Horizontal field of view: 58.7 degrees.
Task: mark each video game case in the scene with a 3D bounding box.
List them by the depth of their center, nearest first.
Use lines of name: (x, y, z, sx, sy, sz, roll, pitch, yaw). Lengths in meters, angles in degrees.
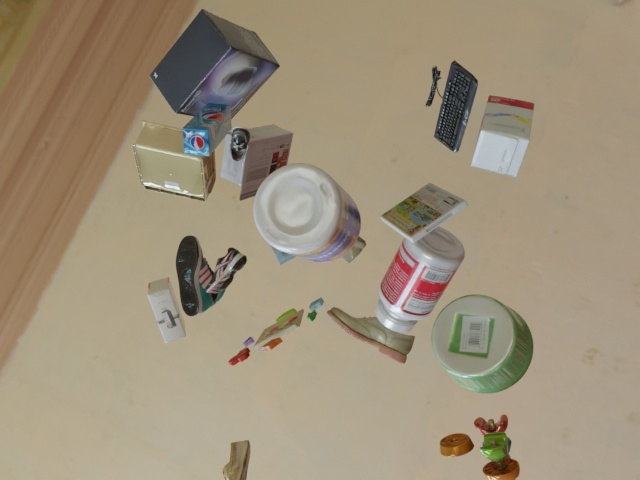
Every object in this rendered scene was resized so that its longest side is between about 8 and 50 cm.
video game case: (0.320, -0.092, 1.793, 0.206, 0.227, 0.026, -34, -63, -5)

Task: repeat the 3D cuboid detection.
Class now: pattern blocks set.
pattern blocks set: (-0.137, 0.300, 1.902, 0.325, 0.026, 0.285, -29, 9, 25)

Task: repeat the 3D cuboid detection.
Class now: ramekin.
ramekin: (0.501, 0.318, 1.799, 0.148, 0.303, 0.303, 39, -107, -49)

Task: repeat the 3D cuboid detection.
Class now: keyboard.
keyboard: (0.420, -0.457, 1.897, 0.033, 0.201, 0.317, -27, -32, -20)

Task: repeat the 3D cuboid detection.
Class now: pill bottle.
pill bottle: (-0.009, -0.038, 1.043, 0.152, 0.152, 0.272, -67, -16, -1)
pill bottle: (0.363, 0.152, 2.172, 0.229, 0.229, 0.408, -45, -18, -54)

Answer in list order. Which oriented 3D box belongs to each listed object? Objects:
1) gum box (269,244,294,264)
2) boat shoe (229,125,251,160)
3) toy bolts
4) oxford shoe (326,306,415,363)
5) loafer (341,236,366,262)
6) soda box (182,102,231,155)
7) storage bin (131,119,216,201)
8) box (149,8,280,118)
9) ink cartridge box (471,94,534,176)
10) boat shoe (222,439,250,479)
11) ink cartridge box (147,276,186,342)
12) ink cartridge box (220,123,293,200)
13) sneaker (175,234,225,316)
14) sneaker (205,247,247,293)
gum box: (-0.169, 0.001, 2.753, 0.157, 0.184, 0.041, -26, -19, -7)
boat shoe: (-0.189, -0.223, 1.317, 0.125, 0.046, 0.038, 133, 148, -68)
toy bolts: (0.482, 0.634, 1.666, 0.228, 0.218, 0.158, -20, -86, -61)
oxford shoe: (0.217, 0.376, 2.455, 0.146, 0.397, 0.140, -60, -3, -6)
loafer: (0.000, 0.000, 1.633, 0.102, 0.268, 0.092, -131, 59, -74)
soda box: (-0.292, -0.292, 1.482, 0.210, 0.067, 0.071, -76, -9, -59)
storage bin: (-0.533, -0.283, 2.105, 0.260, 0.262, 0.123, 100, -178, -55)
box: (-0.348, -0.565, 1.899, 0.296, 0.183, 0.294, -41, -15, 24)
ink cartridge box: (0.493, -0.284, 1.538, 0.128, 0.127, 0.176, 92, -163, -47)
boat shoe: (-0.214, 0.573, 1.408, 0.170, 0.059, 0.063, -82, -9, -58)
ink cartridge box: (-0.616, 0.278, 2.284, 0.158, 0.092, 0.218, -136, 31, -69)
ink cartridge box: (-0.283, -0.347, 2.501, 0.309, 0.130, 0.272, -25, -45, -51)
sneaker: (-0.432, 0.122, 2.123, 0.178, 0.123, 0.296, -11, -78, -61)
sneaker: (-0.325, 0.099, 1.907, 0.178, 0.077, 0.072, -47, -25, 1)
